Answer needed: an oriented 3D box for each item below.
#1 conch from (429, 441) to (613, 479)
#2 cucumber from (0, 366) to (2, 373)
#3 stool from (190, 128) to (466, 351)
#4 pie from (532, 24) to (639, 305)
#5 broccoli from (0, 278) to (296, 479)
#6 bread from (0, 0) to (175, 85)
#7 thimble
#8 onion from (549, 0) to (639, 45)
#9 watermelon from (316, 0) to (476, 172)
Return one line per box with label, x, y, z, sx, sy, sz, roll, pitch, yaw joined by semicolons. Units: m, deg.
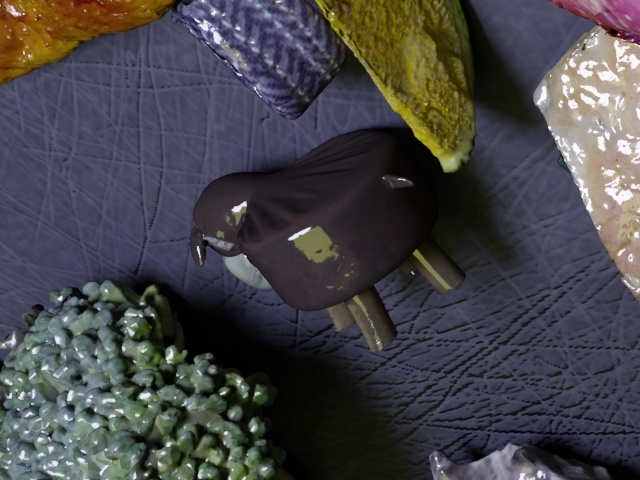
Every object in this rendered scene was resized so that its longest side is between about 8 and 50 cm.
conch;0.138;0.268;1.201;0.240;0.186;0.313;59;154;11
cucumber;-0.267;0.149;1.393;0.214;0.052;0.058;45;162;-10
stool;0.000;0.000;1.079;0.217;0.125;0.121;-10;124;45
pie;0.231;-0.042;0.934;0.185;0.052;0.218;-25;93;41
broccoli;-0.156;0.211;1.216;0.334;0.324;0.272;49;178;43
bread;-0.191;-0.178;1.025;0.271;0.077;0.139;-8;129;51
thimble;-0.038;-0.129;1.000;0.104;0.066;0.095;44;179;-26
onion;0.157;-0.216;0.800;0.230;0.163;0.230;49;173;8
watermelon;0.028;-0.131;0.977;0.075;0.092;0.181;-10;131;50
